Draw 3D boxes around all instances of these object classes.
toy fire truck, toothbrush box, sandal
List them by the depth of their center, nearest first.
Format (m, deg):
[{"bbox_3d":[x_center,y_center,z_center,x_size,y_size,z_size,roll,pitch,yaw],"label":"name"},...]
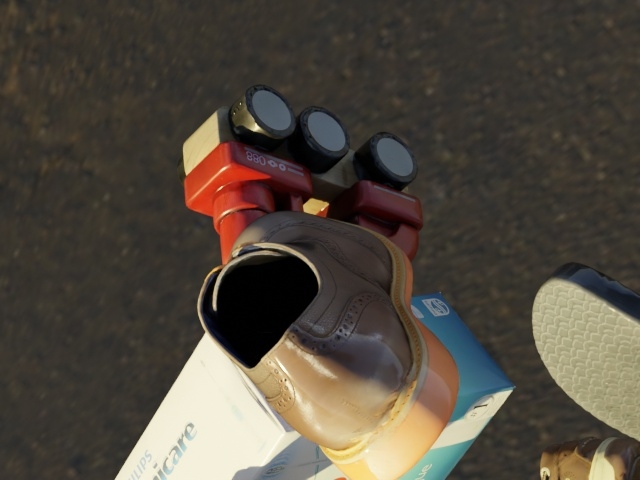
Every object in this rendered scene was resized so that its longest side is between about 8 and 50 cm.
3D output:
[{"bbox_3d":[0.232,0.092,1.154,0.254,0.097,0.054,33,53,-7],"label":"sandal"},{"bbox_3d":[-0.007,0.174,1.732,0.295,0.216,0.126,-4,47,-45],"label":"toothbrush box"},{"bbox_3d":[0.000,0.000,1.747,0.217,0.158,0.246,19,48,-32],"label":"toy fire truck"}]

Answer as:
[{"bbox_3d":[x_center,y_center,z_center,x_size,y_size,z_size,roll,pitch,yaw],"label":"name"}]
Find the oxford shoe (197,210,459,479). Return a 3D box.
[{"bbox_3d":[-0.016,0.034,1.332,0.132,0.364,0.130,38,93,-21],"label":"oxford shoe"}]

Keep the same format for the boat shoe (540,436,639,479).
[{"bbox_3d":[0.191,0.274,1.455,0.095,0.095,0.258,20,75,-54],"label":"boat shoe"}]
